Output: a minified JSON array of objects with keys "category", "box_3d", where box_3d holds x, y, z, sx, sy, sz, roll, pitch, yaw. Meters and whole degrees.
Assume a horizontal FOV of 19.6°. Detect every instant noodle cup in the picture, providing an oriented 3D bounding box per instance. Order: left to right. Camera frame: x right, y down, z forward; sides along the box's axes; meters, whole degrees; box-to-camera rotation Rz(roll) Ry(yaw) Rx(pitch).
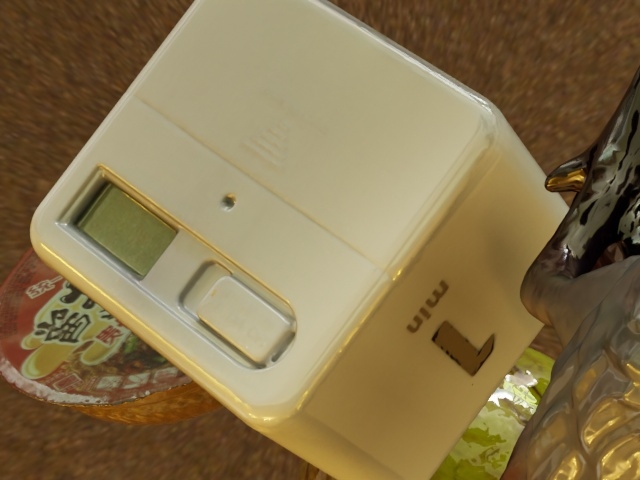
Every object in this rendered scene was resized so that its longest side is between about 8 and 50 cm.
[{"category":"instant noodle cup","box_3d":[-0.101,0.055,1.352,0.274,0.274,0.091,-21,125,1]}]

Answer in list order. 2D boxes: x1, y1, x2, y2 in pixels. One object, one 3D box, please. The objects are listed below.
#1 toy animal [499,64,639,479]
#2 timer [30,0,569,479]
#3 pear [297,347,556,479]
[{"category":"toy animal","box_3d":[0.126,0.021,0.496,0.090,0.324,0.195,28,82,-19]},{"category":"timer","box_3d":[0.000,0.000,0.984,0.192,0.195,0.194,35,87,30]},{"category":"pear","box_3d":[0.112,0.210,1.435,0.283,0.283,0.284,0,89,2]}]
